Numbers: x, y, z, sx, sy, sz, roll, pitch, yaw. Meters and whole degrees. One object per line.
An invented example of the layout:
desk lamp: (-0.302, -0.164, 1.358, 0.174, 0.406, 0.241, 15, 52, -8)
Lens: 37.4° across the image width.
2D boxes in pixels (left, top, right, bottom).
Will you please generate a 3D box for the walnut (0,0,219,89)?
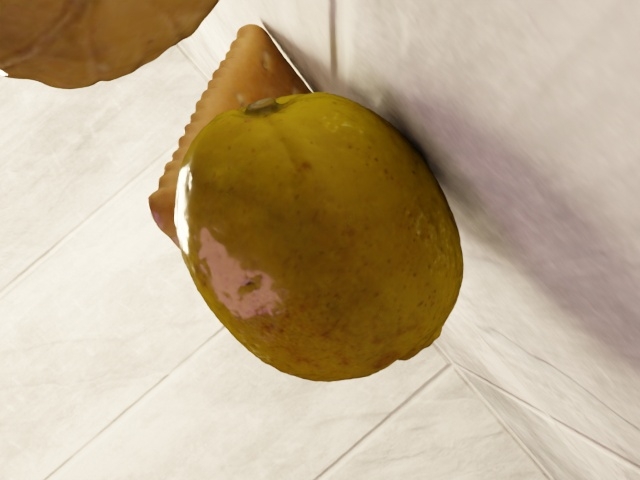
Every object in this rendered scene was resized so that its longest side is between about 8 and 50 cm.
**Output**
walnut: (-0.110, -0.151, 0.372, 0.165, 0.165, 0.197, 51, 179, -40)

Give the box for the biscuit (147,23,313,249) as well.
biscuit: (-0.044, -0.054, 0.757, 0.160, 0.030, 0.250, 51, -143, -28)

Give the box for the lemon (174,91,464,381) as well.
lemon: (0.000, 0.000, 0.612, 0.207, 0.170, 0.170, 58, 176, -19)
